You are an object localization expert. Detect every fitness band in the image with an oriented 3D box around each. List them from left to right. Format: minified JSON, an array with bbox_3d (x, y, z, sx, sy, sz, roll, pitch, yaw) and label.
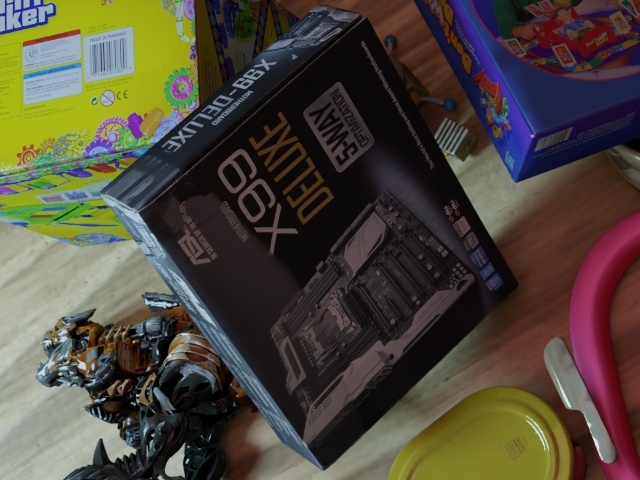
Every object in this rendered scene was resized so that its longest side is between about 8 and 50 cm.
[{"bbox_3d":[0.318,0.106,1.356,0.209,0.054,0.291,-17,71,20],"label":"fitness band"}]

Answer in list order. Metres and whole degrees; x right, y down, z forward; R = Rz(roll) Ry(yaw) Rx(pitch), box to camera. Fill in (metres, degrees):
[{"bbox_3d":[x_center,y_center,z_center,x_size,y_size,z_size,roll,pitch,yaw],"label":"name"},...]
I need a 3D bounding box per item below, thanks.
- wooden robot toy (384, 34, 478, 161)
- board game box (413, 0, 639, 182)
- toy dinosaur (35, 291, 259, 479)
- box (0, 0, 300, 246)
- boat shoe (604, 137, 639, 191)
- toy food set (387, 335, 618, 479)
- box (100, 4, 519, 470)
[{"bbox_3d":[0.063,-0.135,1.509,0.076,0.079,0.173,-45,64,9],"label":"wooden robot toy"},{"bbox_3d":[0.265,-0.215,1.343,0.347,0.078,0.233,-20,67,-14],"label":"board game box"},{"bbox_3d":[-0.132,0.149,1.504,0.322,0.164,0.218,-4,60,44],"label":"toy dinosaur"},{"bbox_3d":[-0.175,-0.119,1.501,0.290,0.279,0.177,-9,75,22],"label":"box"},{"bbox_3d":[0.226,-0.190,1.429,0.121,0.110,0.341,-40,66,11],"label":"boat shoe"},{"bbox_3d":[0.161,0.195,1.397,0.218,0.071,0.128,-39,64,17],"label":"toy food set"},{"bbox_3d":[0.000,0.000,1.347,0.242,0.307,0.076,-42,33,-15],"label":"box"}]
